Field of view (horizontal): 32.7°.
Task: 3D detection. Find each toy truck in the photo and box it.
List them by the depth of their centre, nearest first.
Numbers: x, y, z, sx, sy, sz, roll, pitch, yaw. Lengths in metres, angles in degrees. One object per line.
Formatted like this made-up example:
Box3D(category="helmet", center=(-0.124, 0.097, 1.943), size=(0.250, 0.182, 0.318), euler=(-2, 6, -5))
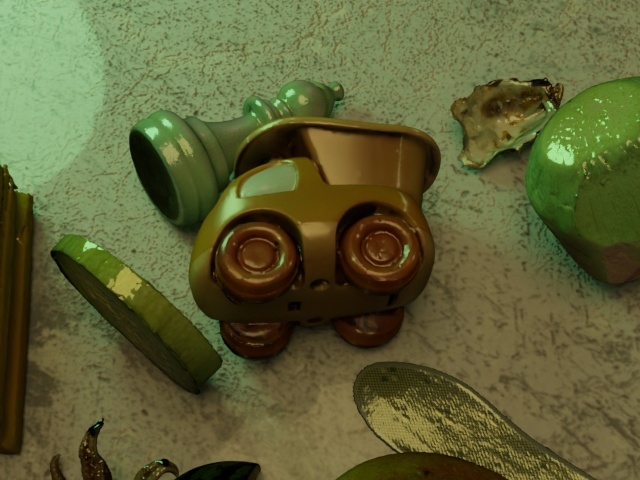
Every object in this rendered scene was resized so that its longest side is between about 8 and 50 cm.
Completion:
Box3D(category="toy truck", center=(0.000, 0.000, 1.182), size=(0.287, 0.204, 0.212), euler=(-3, 62, -5))

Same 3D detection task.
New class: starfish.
Box3D(category="starfish", center=(-0.218, 0.302, 1.109), size=(0.213, 0.057, 0.238), euler=(12, 96, 44))

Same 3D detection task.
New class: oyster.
Box3D(category="oyster", center=(0.232, -0.149, 1.329), size=(0.148, 0.051, 0.103), euler=(-19, 75, 3))

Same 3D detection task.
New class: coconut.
Box3D(category="coconut", center=(0.342, -0.063, 1.198), size=(0.204, 0.236, 0.236), euler=(16, 60, 48))

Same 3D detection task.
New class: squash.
Box3D(category="squash", center=(-0.196, 0.072, 1.151), size=(0.219, 0.219, 0.041), euler=(37, 71, 20))

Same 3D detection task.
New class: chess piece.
Box3D(category="chess piece", center=(-0.084, -0.132, 1.310), size=(0.271, 0.139, 0.139), euler=(-29, 65, -23))

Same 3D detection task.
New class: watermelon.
Box3D(category="watermelon", center=(-0.113, 0.284, 1.113), size=(0.125, 0.135, 0.094), euler=(-13, 99, -7))

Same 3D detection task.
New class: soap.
Box3D(category="soap", center=(-0.392, 0.056, 1.180), size=(0.096, 0.204, 0.325), euler=(-6, 62, 4))

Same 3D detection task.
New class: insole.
Box3D(category="insole", center=(0.175, 0.226, 1.167), size=(0.322, 0.007, 0.109), euler=(31, 69, 18))

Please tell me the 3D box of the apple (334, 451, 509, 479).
Box3D(category="apple", center=(0.097, 0.306, 1.038), size=(0.236, 0.207, 0.237), euler=(2, 78, -9))
